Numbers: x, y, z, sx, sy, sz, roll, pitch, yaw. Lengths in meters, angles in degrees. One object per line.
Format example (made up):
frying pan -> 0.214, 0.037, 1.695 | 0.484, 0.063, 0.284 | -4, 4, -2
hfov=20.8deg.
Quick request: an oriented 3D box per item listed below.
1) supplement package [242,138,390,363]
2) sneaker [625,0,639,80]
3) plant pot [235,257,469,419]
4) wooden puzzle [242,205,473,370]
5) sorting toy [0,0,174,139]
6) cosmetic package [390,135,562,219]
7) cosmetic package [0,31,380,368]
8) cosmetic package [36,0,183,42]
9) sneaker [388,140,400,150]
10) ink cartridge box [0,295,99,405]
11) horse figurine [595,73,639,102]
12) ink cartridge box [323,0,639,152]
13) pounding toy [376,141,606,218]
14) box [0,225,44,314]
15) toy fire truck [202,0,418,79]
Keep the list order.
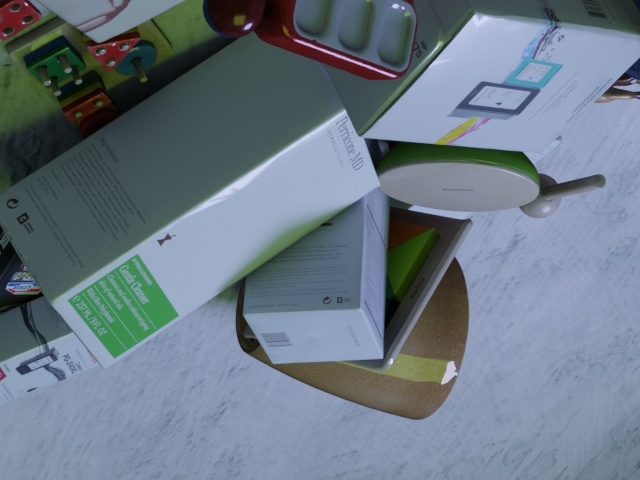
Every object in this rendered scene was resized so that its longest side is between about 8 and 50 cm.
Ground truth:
supplement package -> 0.000, 0.000, 1.976 | 0.133, 0.244, 0.139 | -3, 151, 13
sneaker -> 0.376, -0.298, 1.912 | 0.282, 0.153, 0.099 | -55, 149, -21
plant pot -> 0.027, 0.102, 2.287 | 0.254, 0.237, 0.237 | 10, 140, -25
wooden puzzle -> 0.039, 0.041, 2.080 | 0.221, 0.238, 0.044 | -58, 134, -25
sorting toy -> -0.224, -0.180, 1.725 | 0.132, 0.046, 0.274 | -28, 153, 5
cosmetic package -> 0.170, -0.094, 2.166 | 0.231, 0.085, 0.117 | -41, 148, 27
cosmetic package -> -0.137, -0.052, 1.843 | 0.365, 0.155, 0.197 | -33, 152, -4
cosmetic package -> -0.199, -0.277, 1.380 | 0.129, 0.153, 0.296 | -27, 167, 8
sneaker -> 0.163, -0.151, 2.057 | 0.128, 0.087, 0.221 | -12, 152, -21
ink cartridge box -> -0.330, 0.122, 2.029 | 0.150, 0.063, 0.109 | -22, 153, -4
horse figurine -> 0.329, -0.204, 2.075 | 0.174, 0.066, 0.263 | 1, 177, 26
ink cartridge box -> 0.153, -0.229, 1.781 | 0.270, 0.198, 0.197 | 2, 143, -41
pounding toy -> 0.182, -0.105, 1.961 | 0.236, 0.110, 0.183 | 8, 165, -14
box -> -0.282, 0.039, 2.056 | 0.270, 0.060, 0.216 | 0, 144, -40
toy fire truck -> -0.010, -0.279, 1.447 | 0.169, 0.254, 0.302 | 5, 175, 40
